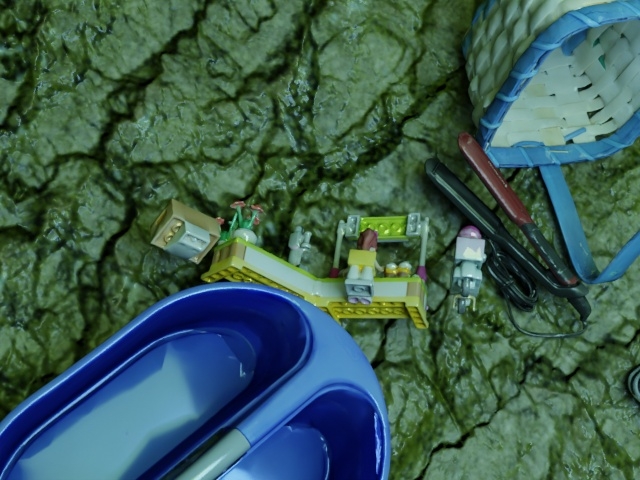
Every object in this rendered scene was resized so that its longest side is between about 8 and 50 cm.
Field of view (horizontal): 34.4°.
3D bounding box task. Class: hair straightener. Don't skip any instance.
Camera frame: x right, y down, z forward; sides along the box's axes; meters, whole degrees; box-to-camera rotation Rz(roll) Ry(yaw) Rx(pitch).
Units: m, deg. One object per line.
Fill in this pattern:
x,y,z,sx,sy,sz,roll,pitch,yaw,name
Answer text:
0.173,0.009,0.984,0.230,0.089,0.047,49,26,-11,hair straightener

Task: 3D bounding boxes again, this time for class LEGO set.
0.000,0.000,0.909,0.287,0.132,0.107,10,62,-1,LEGO set

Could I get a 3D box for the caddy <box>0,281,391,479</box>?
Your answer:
-0.107,0.187,0.793,0.341,0.179,0.241,-38,87,-21,caddy

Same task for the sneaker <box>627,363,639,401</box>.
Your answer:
0.419,0.137,1.007,0.229,0.086,0.132,-28,89,-10,sneaker

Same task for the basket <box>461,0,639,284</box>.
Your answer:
0.255,-0.133,0.938,0.201,0.254,0.288,-4,65,-18,basket
